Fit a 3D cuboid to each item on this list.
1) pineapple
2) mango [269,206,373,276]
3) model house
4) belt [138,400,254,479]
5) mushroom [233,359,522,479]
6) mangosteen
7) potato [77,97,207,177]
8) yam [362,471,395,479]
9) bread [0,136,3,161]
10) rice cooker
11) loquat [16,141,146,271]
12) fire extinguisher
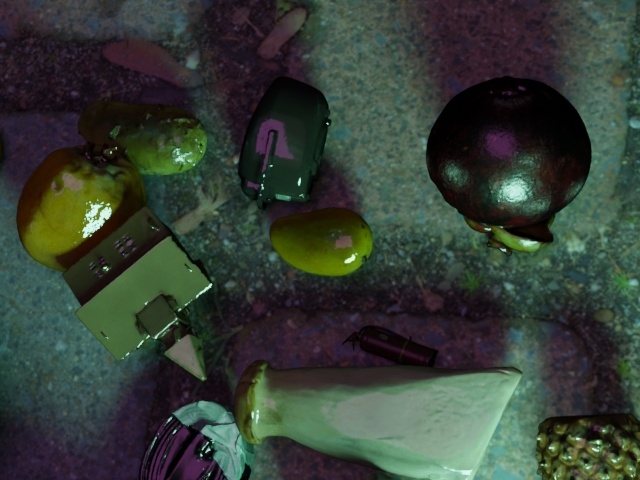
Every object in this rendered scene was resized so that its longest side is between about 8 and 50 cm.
[{"bbox_3d":[0.353,0.407,1.472,0.165,0.165,0.365,-1,80,14],"label":"pineapple"},{"bbox_3d":[0.000,0.000,1.692,0.161,0.076,0.103,6,84,19],"label":"mango"},{"bbox_3d":[-0.228,0.112,1.667,0.181,0.176,0.248,-38,67,3],"label":"model house"},{"bbox_3d":[-0.177,0.328,1.660,0.151,0.078,0.198,23,83,20],"label":"belt"},{"bbox_3d":[0.076,0.247,1.586,0.407,0.137,0.154,0,89,17],"label":"mushroom"},{"bbox_3d":[0.262,-0.097,1.593,0.228,0.228,0.265,3,119,15],"label":"mangosteen"},{"bbox_3d":[-0.282,-0.165,1.791,0.225,0.090,0.117,13,66,20],"label":"potato"},{"bbox_3d":[0.096,0.461,1.509,0.202,0.201,0.271,-35,65,3],"label":"yam"},{"bbox_3d":[-0.600,-0.149,1.882,0.149,0.073,0.122,-1,72,12],"label":"bread"},{"bbox_3d":[-0.054,-0.143,1.705,0.118,0.142,0.203,14,84,5],"label":"rice cooker"},{"bbox_3d":[-0.361,-0.049,1.726,0.176,0.187,0.234,40,117,16],"label":"loquat"},{"bbox_3d":[0.102,0.153,1.650,0.132,0.039,0.056,18,50,18],"label":"fire extinguisher"}]
